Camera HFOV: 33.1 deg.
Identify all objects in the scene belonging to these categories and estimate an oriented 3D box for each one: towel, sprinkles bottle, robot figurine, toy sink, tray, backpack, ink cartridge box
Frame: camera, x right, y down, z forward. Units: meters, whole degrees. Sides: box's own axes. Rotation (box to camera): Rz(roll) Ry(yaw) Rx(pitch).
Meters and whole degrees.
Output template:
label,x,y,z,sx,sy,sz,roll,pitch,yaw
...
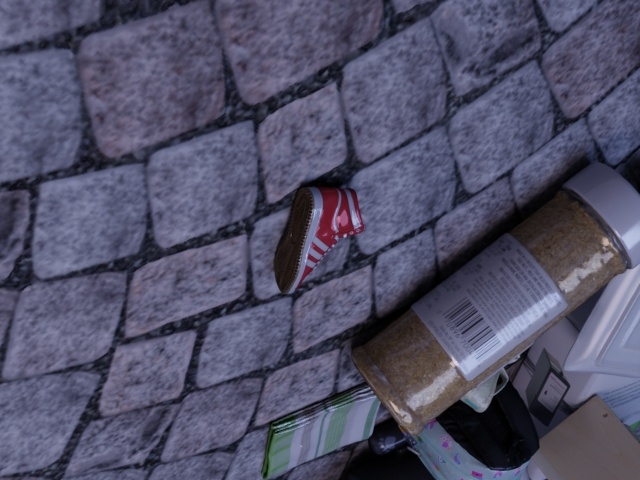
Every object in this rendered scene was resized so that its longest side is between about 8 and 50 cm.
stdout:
label,x,y,z,sx,sy,sz,roll,pitch,yaw
towel,0.004,0.231,1.292,0.152,0.023,0.113,-19,141,-26
sprinkles bottle,0.204,0.064,1.195,0.355,0.121,0.121,-38,146,0
robot figurine,0.140,0.345,1.418,0.278,0.173,0.209,-24,146,-15
toy sink,0.401,0.328,1.451,0.131,0.153,0.234,-39,144,5
tray,0.407,0.059,1.293,0.145,0.030,0.270,9,116,-32
backpack,0.178,0.228,1.307,0.152,0.182,0.115,-17,141,-30
ink cartridge box,0.384,0.190,1.512,0.198,0.115,0.273,-14,139,-31

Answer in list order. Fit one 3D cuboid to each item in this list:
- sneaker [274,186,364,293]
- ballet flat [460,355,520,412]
label,x,y,z,sx,sy,sz,roll,pitch,yaw
sneaker,0.000,0.000,1.001,0.067,0.042,0.118,-7,133,-33
ballet flat,0.209,0.141,1.293,0.057,0.052,0.168,-36,-170,50
